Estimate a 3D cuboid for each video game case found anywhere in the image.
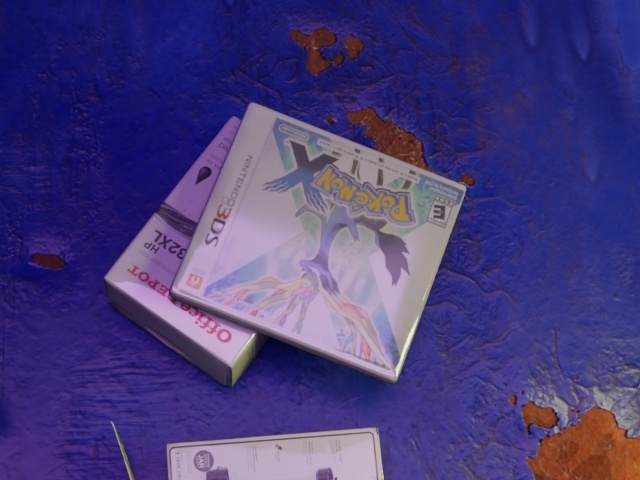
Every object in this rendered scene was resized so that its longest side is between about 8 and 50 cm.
[{"bbox_3d":[0.000,0.000,1.957,0.329,0.036,0.300,22,73,-1],"label":"video game case"}]

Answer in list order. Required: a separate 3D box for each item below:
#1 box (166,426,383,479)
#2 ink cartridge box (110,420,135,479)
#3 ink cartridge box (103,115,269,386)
[{"bbox_3d":[-0.058,0.352,1.938,0.290,0.087,0.169,-5,71,-4],"label":"box"},{"bbox_3d":[-0.250,0.369,1.878,0.056,0.171,0.235,-22,73,-10],"label":"ink cartridge box"},{"bbox_3d":[-0.127,0.016,2.028,0.223,0.129,0.307,34,72,7],"label":"ink cartridge box"}]
